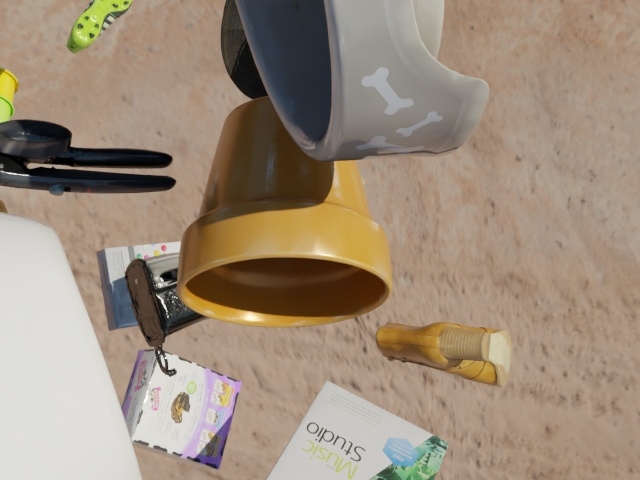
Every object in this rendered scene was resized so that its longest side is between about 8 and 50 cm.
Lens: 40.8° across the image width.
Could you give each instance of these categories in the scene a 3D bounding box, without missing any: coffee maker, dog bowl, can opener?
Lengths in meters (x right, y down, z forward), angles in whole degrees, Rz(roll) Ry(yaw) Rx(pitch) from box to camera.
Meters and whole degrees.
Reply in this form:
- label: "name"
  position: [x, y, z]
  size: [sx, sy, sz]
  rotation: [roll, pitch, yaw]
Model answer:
- label: "coffee maker"
  position: [-0.182, 0.087, 1.290]
  size: [0.178, 0.120, 0.171]
  rotation: [-16, 109, -33]
- label: "dog bowl"
  position: [0.003, -0.217, 0.637]
  size: [0.102, 0.348, 0.348]
  rotation: [-17, 69, -11]
- label: "can opener"
  position: [-0.222, -0.068, 0.809]
  size: [0.186, 0.073, 0.059]
  rotation: [8, 75, -35]

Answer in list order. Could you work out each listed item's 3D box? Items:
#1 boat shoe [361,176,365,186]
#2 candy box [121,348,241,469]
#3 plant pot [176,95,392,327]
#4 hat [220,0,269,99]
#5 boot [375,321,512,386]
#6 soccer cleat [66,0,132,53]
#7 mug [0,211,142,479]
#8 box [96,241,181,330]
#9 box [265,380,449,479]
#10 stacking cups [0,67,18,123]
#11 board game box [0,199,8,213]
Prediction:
- label: "boat shoe"
  position: [0.000, 0.000, 1.631]
  size: [0.089, 0.104, 0.285]
  rotation: [15, 110, -15]
- label: "candy box"
  position: [-0.252, 0.300, 1.529]
  size: [0.070, 0.196, 0.164]
  rotation: [-8, 59, 45]
- label: "plant pot"
  position: [-0.036, -0.033, 0.858]
  size: [0.205, 0.205, 0.187]
  rotation: [-5, 67, 7]
- label: "hat"
  position: [-0.005, -0.327, 1.395]
  size: [0.331, 0.331, 0.134]
  rotation: [-24, 44, 0]
- label: "boot"
  position: [0.233, 0.202, 1.611]
  size: [0.211, 0.295, 0.104]
  rotation: [3, 75, 26]
- label: "soccer cleat"
  position: [-0.405, -0.409, 1.567]
  size: [0.060, 0.072, 0.179]
  rotation: [44, 52, -19]
- label: "mug"
  position: [-0.293, 0.087, 0.467]
  size: [0.328, 0.276, 0.374]
  rotation: [-18, 49, -18]
- label: "box"
  position: [-0.306, 0.080, 1.568]
  size: [0.038, 0.186, 0.145]
  rotation: [-15, 82, 47]
- label: "box"
  position: [0.041, 0.386, 1.331]
  size: [0.232, 0.058, 0.322]
  rotation: [25, 42, 10]
- label: "stacking cups"
  position: [-0.616, -0.169, 1.582]
  size: [0.096, 0.096, 0.316]
  rotation: [-9, 62, 6]
- label: "board game box"
  position: [-0.519, 0.112, 1.119]
  size: [0.317, 0.064, 0.242]
  rotation: [-37, 58, 7]
